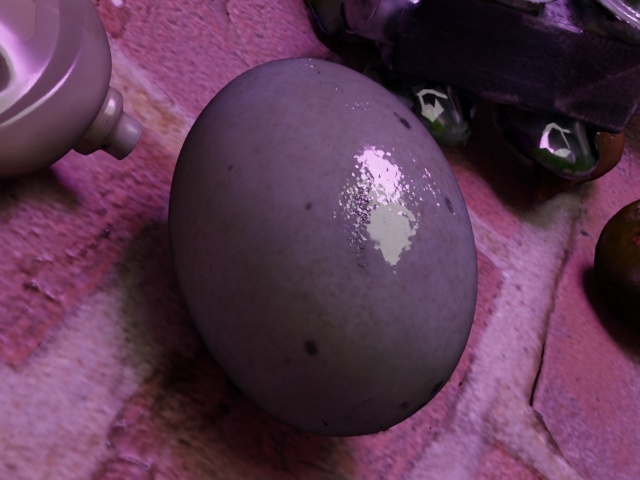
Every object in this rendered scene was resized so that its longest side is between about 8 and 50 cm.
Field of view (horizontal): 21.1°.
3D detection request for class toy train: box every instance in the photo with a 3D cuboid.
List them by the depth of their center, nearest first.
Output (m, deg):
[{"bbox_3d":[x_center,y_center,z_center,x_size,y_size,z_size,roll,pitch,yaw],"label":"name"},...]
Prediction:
[{"bbox_3d":[0.141,-0.188,1.392,0.307,0.173,0.249,12,35,-28],"label":"toy train"}]

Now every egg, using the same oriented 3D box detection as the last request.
[{"bbox_3d":[0.000,0.000,0.972,0.169,0.169,0.236,21,38,-37],"label":"egg"}]

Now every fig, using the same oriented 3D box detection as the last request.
[{"bbox_3d":[0.297,0.036,1.400,0.177,0.117,0.117,32,29,-43],"label":"fig"}]

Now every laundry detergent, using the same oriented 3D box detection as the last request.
[{"bbox_3d":[-0.208,-0.117,0.938,0.253,0.091,0.181,33,32,-21],"label":"laundry detergent"}]

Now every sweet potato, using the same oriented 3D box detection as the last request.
[{"bbox_3d":[0.228,-0.075,1.491,0.068,0.068,0.226,42,36,-6],"label":"sweet potato"}]
